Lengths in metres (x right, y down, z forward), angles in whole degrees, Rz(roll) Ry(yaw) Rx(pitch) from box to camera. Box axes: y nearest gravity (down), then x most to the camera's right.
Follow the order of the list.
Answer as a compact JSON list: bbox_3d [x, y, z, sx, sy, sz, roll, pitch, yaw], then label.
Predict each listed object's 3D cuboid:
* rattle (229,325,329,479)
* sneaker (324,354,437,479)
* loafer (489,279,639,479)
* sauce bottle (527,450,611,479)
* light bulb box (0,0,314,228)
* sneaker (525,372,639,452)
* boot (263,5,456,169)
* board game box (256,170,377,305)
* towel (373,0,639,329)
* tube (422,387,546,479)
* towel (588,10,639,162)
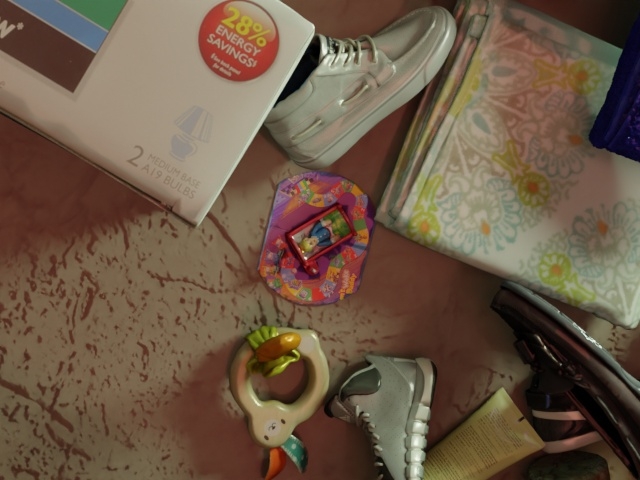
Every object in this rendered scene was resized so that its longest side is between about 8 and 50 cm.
[{"bbox_3d":[-0.039,0.207,1.327,0.130,0.142,0.200,6,89,-28],"label":"rattle"},{"bbox_3d":[0.064,0.247,1.356,0.132,0.086,0.229,10,63,3],"label":"sneaker"},{"bbox_3d":[0.317,0.173,1.334,0.302,0.109,0.095,39,87,-4],"label":"loafer"},{"bbox_3d":[0.351,0.450,1.427,0.111,0.111,0.344,-15,99,-8],"label":"sauce bottle"},{"bbox_3d":[-0.231,-0.204,1.136,0.358,0.361,0.225,31,90,-11],"label":"light bulb box"},{"bbox_3d":[0.372,0.186,1.419,0.216,0.079,0.121,-18,97,-7],"label":"sneaker"},{"bbox_3d":[0.040,-0.204,1.292,0.258,0.095,0.123,-45,133,1],"label":"boot"},{"bbox_3d":[0.000,0.000,1.362,0.133,0.033,0.169,14,94,-10],"label":"board game box"},{"bbox_3d":[0.287,-0.100,1.374,0.374,0.090,0.321,22,94,-10],"label":"towel"},{"bbox_3d":[0.165,0.294,1.406,0.240,0.062,0.070,-35,111,-5],"label":"tube"},{"bbox_3d":[0.458,-0.208,1.237,0.227,0.076,0.308,21,112,10],"label":"towel"}]
